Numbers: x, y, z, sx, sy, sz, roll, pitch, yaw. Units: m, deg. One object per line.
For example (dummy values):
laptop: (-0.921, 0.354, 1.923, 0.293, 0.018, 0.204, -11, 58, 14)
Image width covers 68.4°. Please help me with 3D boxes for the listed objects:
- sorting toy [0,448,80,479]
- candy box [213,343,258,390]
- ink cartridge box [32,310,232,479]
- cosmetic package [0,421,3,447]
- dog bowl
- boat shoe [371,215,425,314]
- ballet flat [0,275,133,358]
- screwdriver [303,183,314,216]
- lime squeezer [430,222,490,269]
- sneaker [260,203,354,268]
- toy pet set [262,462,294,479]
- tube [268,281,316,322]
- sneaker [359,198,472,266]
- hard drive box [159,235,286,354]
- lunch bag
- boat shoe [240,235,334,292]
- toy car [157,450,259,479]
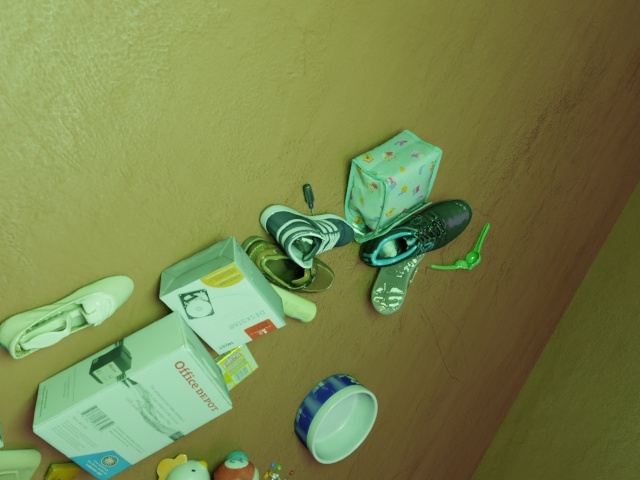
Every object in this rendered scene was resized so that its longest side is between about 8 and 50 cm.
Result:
sorting toy: (-0.668, 0.515, 0.942, 0.307, 0.041, 0.229, 26, 95, -50)
candy box: (-0.262, 0.351, 1.200, 0.206, 0.027, 0.105, -36, 126, -22)
ink cartridge box: (-0.374, 0.322, 0.977, 0.308, 0.129, 0.223, -28, 126, -7)
cosmetic package: (-0.680, 0.335, 0.784, 0.238, 0.127, 0.107, -26, 125, -30)
dog bowl: (0.052, 0.566, 1.505, 0.265, 0.104, 0.264, -17, 120, -32)
boat shoe: (0.240, 0.075, 1.440, 0.324, 0.123, 0.116, -62, 168, -10)
ballet flat: (-0.469, 0.147, 0.899, 0.249, 0.086, 0.086, -26, 125, -28)
screwdriver: (-0.022, -0.073, 1.212, 0.024, 0.025, 0.169, -32, 136, -25)
lime squeezer: (0.520, 0.060, 1.686, 0.311, 0.059, 0.109, -31, 127, -24)
sneaker: (0.000, 0.000, 1.153, 0.282, 0.153, 0.099, 11, 115, -39)
toy pet set: (-0.133, 0.779, 1.479, 0.114, 0.065, 0.122, -52, 132, -8)
tube: (-0.107, 0.150, 1.210, 0.240, 0.062, 0.070, 30, 87, -43)
sneaker: (0.278, -0.007, 1.312, 0.341, 0.139, 0.125, -28, 95, 1)
hard drive box: (-0.210, 0.128, 1.050, 0.181, 0.089, 0.232, -26, 130, 7)
lunch bag: (0.188, -0.125, 1.262, 0.223, 0.160, 0.262, -32, 145, -29)
boat shoe: (-0.063, 0.084, 1.186, 0.307, 0.104, 0.110, 20, 96, -43)
toy car: (-0.303, 0.623, 1.214, 0.238, 0.219, 0.210, 42, 80, -14)
